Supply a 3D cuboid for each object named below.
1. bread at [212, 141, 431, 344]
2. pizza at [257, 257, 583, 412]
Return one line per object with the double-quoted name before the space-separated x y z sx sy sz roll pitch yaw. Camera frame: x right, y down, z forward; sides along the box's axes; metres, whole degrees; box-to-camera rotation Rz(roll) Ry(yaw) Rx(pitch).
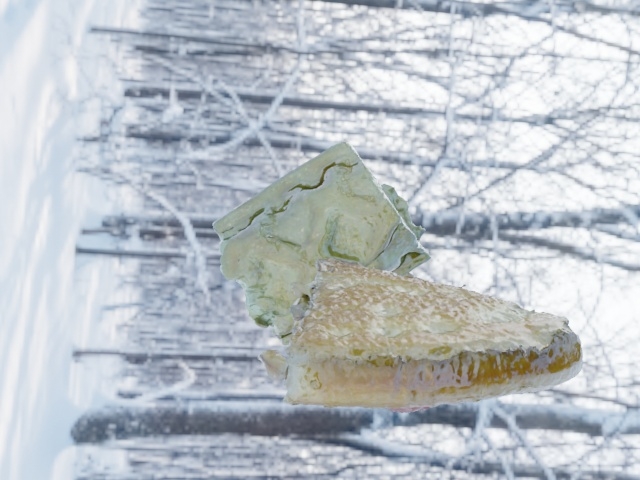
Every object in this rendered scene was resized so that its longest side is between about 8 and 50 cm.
"bread" 0.001 0.003 1.332 0.196 0.252 0.238 61 8 21
"pizza" 0.038 0.057 0.588 0.199 0.188 0.062 -142 -124 -65
